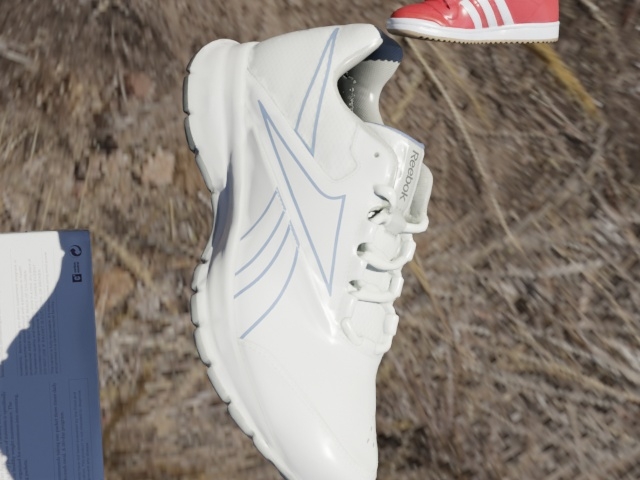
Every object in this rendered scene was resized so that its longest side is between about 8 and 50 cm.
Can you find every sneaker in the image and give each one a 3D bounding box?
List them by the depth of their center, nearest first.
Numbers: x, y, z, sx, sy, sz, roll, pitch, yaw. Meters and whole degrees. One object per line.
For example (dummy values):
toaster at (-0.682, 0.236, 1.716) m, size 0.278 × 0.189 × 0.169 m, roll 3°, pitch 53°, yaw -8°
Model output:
sneaker at (0.000, 0.000, 0.969) m, size 0.129 × 0.111 × 0.297 m, roll -18°, pitch 65°, yaw 22°
sneaker at (0.091, -0.149, 1.013) m, size 0.118 × 0.042 × 0.067 m, roll -5°, pitch 106°, yaw -32°

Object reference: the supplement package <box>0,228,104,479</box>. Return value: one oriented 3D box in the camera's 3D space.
supplement package at (-0.253, 0.094, 1.162) m, size 0.203 × 0.149 × 0.194 m, roll -3°, pitch 89°, yaw -10°
